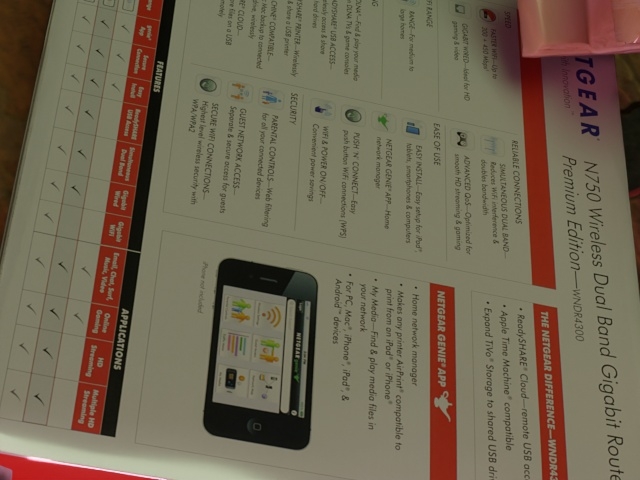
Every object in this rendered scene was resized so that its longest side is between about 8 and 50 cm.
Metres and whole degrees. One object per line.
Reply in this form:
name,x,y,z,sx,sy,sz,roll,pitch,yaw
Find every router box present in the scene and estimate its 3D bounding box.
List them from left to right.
router box,0.000,0.000,0.750,0.301,0.082,0.335,12,52,-11

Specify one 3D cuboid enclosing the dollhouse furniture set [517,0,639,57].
dollhouse furniture set,0.309,-0.117,0.720,0.256,0.362,0.394,-7,94,-42
